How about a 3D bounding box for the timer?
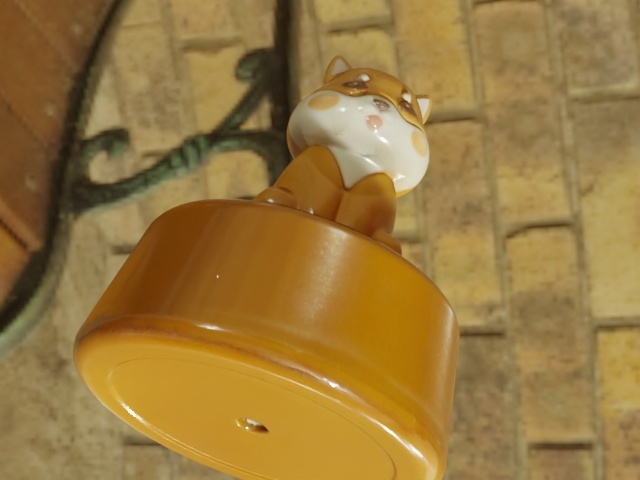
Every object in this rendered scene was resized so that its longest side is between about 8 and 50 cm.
[{"bbox_3d":[0.000,0.000,0.494,0.132,0.132,0.152,53,49,-48],"label":"timer"}]
